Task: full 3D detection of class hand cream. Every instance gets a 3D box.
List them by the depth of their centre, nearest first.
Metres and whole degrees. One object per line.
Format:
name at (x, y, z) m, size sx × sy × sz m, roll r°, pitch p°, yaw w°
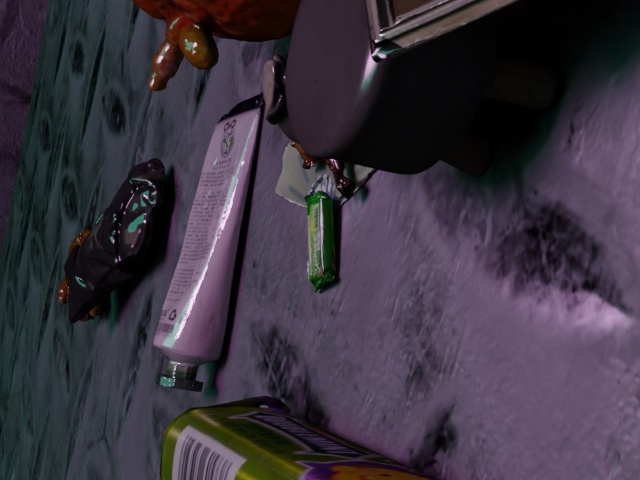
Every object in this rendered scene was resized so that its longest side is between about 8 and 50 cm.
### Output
hand cream at (-0.124, 0.001, 1.104) m, size 0.121 × 0.076 × 0.336 m, roll -2°, pitch 74°, yaw 60°

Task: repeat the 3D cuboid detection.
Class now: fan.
fan at (0.006, -0.083, 0.903) m, size 0.240 × 0.009 × 0.131 m, roll -14°, pitch 68°, yaw 64°

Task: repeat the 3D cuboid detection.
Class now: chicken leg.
chicken leg at (-0.003, -0.084, 0.869) m, size 0.145 × 0.037 × 0.062 m, roll -135°, pitch 38°, yaw -62°

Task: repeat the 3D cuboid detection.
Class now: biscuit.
biscuit at (0.000, 0.000, 0.870) m, size 0.046 × 0.016 × 0.089 m, roll 158°, pitch 112°, yaw -66°

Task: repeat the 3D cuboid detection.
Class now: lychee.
lychee at (-0.095, -0.282, 0.903) m, size 0.300 × 0.255 × 0.255 m, roll -59°, pitch 25°, yaw -4°

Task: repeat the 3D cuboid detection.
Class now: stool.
stool at (0.052, -0.125, 0.661) m, size 0.228 × 0.139 × 0.153 m, roll -150°, pitch 71°, yaw -65°

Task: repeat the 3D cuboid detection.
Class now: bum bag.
bum bag at (-0.304, 0.011, 1.438) m, size 0.340 × 0.095 × 0.144 m, roll -39°, pitch 41°, yaw 48°

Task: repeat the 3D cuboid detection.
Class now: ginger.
ginger at (-0.404, 0.070, 1.654) m, size 0.103 × 0.073 × 0.162 m, roll 130°, pitch 139°, yaw -50°

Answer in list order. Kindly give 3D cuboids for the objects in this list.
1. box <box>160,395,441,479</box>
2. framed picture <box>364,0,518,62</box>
box at (-0.006, 0.185, 0.699) m, size 0.345 × 0.134 × 0.097 m, roll -179°, pitch 92°, yaw -66°
framed picture at (0.125, -0.221, 0.520) m, size 0.252 × 0.014 × 0.197 m, roll -20°, pitch 59°, yaw 24°
